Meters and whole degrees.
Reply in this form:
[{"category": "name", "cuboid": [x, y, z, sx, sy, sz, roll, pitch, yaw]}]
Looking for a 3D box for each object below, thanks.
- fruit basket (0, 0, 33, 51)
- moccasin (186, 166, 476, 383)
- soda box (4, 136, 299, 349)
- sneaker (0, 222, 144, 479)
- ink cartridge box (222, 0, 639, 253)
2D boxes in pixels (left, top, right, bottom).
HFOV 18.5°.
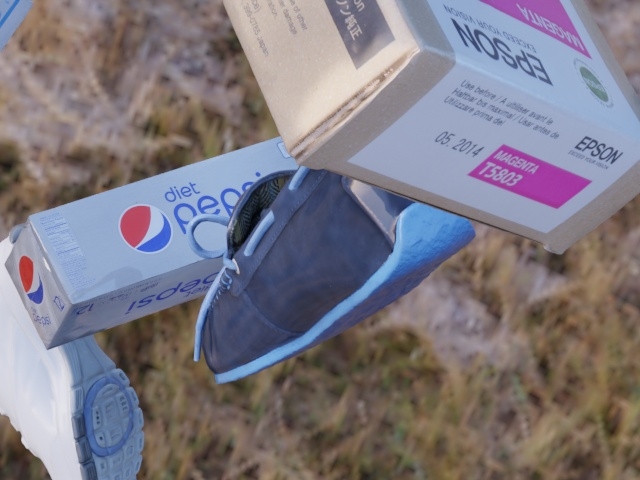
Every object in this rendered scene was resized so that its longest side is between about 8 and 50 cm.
[{"category": "fruit basket", "cuboid": [-0.360, -0.217, 1.492, 0.165, 0.353, 0.327, 31, 81, 17]}, {"category": "moccasin", "cuboid": [0.000, 0.000, 1.299, 0.138, 0.342, 0.117, -26, 83, -32]}, {"category": "soda box", "cuboid": [-0.123, -0.003, 1.712, 0.286, 0.098, 0.091, -20, 72, -30]}, {"category": "sneaker", "cuboid": [-0.265, 0.136, 1.894, 0.111, 0.129, 0.297, -9, 78, -61]}, {"category": "ink cartridge box", "cuboid": [0.052, -0.112, 0.974, 0.235, 0.088, 0.193, 17, 41, -51]}]
